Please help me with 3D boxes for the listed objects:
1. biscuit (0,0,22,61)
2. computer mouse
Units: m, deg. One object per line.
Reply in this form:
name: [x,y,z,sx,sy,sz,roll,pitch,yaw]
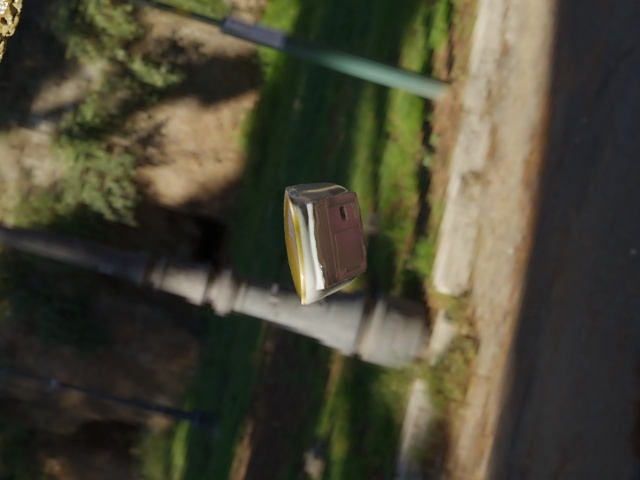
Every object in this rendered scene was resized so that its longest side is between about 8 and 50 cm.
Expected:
biscuit: [-0.361,-0.223,1.231,0.025,0.231,0.131,-37,-19,-54]
computer mouse: [0.000,0.000,1.529,0.245,0.056,0.126,-21,-76,-75]
